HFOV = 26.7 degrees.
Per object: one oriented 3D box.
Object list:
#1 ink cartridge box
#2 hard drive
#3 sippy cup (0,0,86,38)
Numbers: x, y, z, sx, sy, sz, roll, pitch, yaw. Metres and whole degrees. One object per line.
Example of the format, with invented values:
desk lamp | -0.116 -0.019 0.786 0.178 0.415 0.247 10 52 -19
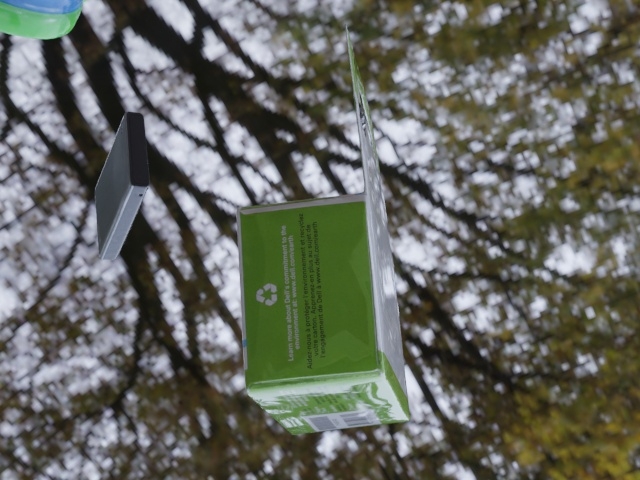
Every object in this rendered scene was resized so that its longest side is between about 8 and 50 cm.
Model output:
ink cartridge box | 0.000 0.000 0.999 0.097 0.189 0.255 -8 -108 7
hard drive | -0.206 -0.055 1.395 0.022 0.135 0.094 5 -125 -22
sippy cup | -0.333 -0.380 1.494 0.224 0.240 0.305 -56 -179 24
